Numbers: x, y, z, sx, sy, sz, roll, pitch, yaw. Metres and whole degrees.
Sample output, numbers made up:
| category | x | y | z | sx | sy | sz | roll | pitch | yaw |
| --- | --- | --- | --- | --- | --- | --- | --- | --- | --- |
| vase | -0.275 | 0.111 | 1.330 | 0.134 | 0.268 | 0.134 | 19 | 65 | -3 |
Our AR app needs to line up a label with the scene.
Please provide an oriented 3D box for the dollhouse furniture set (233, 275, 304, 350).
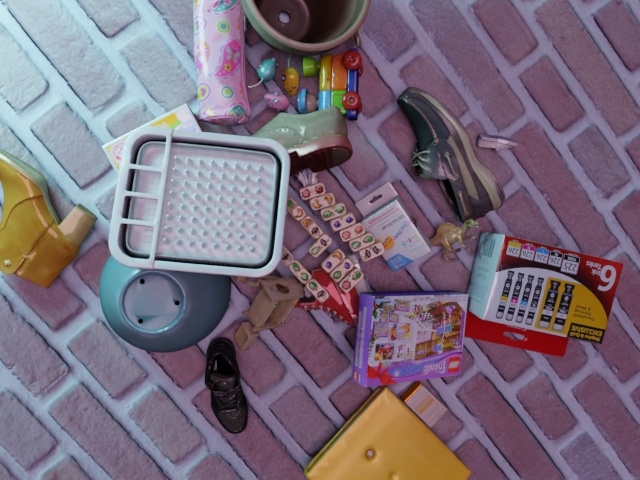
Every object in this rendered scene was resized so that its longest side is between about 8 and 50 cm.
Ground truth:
| category | x | y | z | sx | sy | sz | roll | pitch | yaw |
| --- | --- | --- | --- | --- | --- | --- | --- | --- | --- |
| dollhouse furniture set | -0.144 | 0.132 | 1.280 | 0.101 | 0.161 | 0.182 | -3 | 137 | -42 |

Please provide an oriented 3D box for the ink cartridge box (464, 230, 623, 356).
| category | x | y | z | sx | sy | sz | roll | pitch | yaw |
| --- | --- | --- | --- | --- | --- | --- | --- | --- | --- |
| ink cartridge box | 0.521 | 0.144 | 1.318 | 0.309 | 0.130 | 0.272 | 12 | 94 | -8 |

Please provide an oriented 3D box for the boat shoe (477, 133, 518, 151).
| category | x | y | z | sx | sy | sz | roll | pitch | yaw |
| --- | --- | --- | --- | --- | --- | --- | --- | --- | --- |
| boat shoe | 0.429 | -0.233 | 1.330 | 0.100 | 0.035 | 0.035 | 5 | 121 | -11 |

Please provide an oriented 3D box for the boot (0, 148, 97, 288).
| category | x | y | z | sx | sy | sz | roll | pitch | yaw |
| --- | --- | --- | --- | --- | --- | --- | --- | --- | --- |
| boot | -0.655 | -0.048 | 1.171 | 0.295 | 0.104 | 0.211 | 40 | 88 | -12 |

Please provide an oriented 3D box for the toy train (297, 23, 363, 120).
| category | x | y | z | sx | sy | sz | roll | pitch | yaw |
| --- | --- | --- | --- | --- | --- | --- | --- | --- | --- |
| toy train | 0.024 | -0.400 | 1.238 | 0.143 | 0.105 | 0.248 | 1 | 94 | 6 |

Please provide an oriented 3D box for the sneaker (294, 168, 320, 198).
| category | x | y | z | sx | sy | sz | roll | pitch | yaw |
| --- | --- | --- | --- | --- | --- | --- | --- | --- | --- |
| sneaker | -0.034 | -0.157 | 1.267 | 0.058 | 0.052 | 0.135 | -5 | 94 | -3 |

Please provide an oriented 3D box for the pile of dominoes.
| category | x | y | z | sx | sy | sz | roll | pitch | yaw |
| --- | --- | --- | --- | --- | --- | --- | --- | --- | --- |
| pile of dominoes | 0.000 | 0.000 | 1.229 | 0.196 | 0.040 | 0.251 | -43 | 90 | 0 |

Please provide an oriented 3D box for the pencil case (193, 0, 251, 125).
| category | x | y | z | sx | sy | sz | roll | pitch | yaw |
| --- | --- | --- | --- | --- | --- | --- | --- | --- | --- |
| pencil case | -0.213 | -0.394 | 1.191 | 0.124 | 0.124 | 0.284 | -2 | 93 | -7 |

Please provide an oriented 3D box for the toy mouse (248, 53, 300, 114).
| category | x | y | z | sx | sy | sz | roll | pitch | yaw |
| --- | --- | --- | --- | --- | --- | --- | --- | --- | --- |
| toy mouse | -0.097 | -0.345 | 1.213 | 0.143 | 0.031 | 0.161 | -15 | 100 | -45 |

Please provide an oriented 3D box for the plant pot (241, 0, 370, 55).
| category | x | y | z | sx | sy | sz | roll | pitch | yaw |
| --- | --- | --- | --- | --- | --- | --- | --- | --- | --- |
| plant pot | -0.050 | -0.498 | 1.140 | 0.263 | 0.229 | 0.263 | -1 | 93 | -15 |

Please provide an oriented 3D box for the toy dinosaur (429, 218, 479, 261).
| category | x | y | z | sx | sy | sz | roll | pitch | yaw |
| --- | --- | --- | --- | --- | --- | --- | --- | --- | --- |
| toy dinosaur | 0.305 | 0.001 | 1.318 | 0.183 | 0.053 | 0.093 | -25 | 110 | 27 |

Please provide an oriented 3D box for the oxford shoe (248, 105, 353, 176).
| category | x | y | z | sx | sy | sz | roll | pitch | yaw |
| --- | --- | --- | --- | --- | --- | --- | --- | --- | --- |
| oxford shoe | -0.104 | -0.207 | 1.220 | 0.348 | 0.123 | 0.130 | -10 | 70 | 9 |

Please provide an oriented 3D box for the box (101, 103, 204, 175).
| category | x | y | z | sx | sy | sz | roll | pitch | yaw |
| --- | --- | --- | --- | --- | --- | --- | --- | --- | --- |
| box | -0.350 | -0.197 | 1.197 | 0.203 | 0.103 | 0.114 | -29 | 97 | -4 |

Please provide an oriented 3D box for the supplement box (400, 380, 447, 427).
| category | x | y | z | sx | sy | sz | roll | pitch | yaw |
| --- | --- | --- | --- | --- | --- | --- | --- | --- | --- |
| supplement box | 0.255 | 0.401 | 1.350 | 0.062 | 0.036 | 0.098 | -45 | 98 | -2 |

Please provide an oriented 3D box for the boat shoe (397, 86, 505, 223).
| category | x | y | z | sx | sy | sz | roll | pitch | yaw |
| --- | --- | --- | --- | --- | --- | --- | --- | --- | --- |
| boat shoe | 0.282 | -0.188 | 1.263 | 0.130 | 0.132 | 0.355 | -39 | 97 | -1 |

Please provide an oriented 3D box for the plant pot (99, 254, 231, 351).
| category | x | y | z | sx | sy | sz | roll | pitch | yaw |
| --- | --- | --- | --- | --- | --- | --- | --- | --- | --- |
| plant pot | -0.341 | 0.115 | 1.175 | 0.290 | 0.195 | 0.290 | 0 | 94 | -7 |

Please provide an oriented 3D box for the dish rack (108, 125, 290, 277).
| category | x | y | z | sx | sy | sz | roll | pitch | yaw |
| --- | --- | --- | --- | --- | --- | --- | --- | --- | --- |
| dish rack | -0.233 | -0.072 | 1.099 | 0.332 | 0.072 | 0.286 | 5 | 79 | -2 |

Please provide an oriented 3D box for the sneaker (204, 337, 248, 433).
| category | x | y | z | sx | sy | sz | roll | pitch | yaw |
| --- | --- | --- | --- | --- | --- | --- | --- | --- | --- |
| sneaker | -0.216 | 0.346 | 1.243 | 0.087 | 0.130 | 0.228 | -7 | 97 | -5 |

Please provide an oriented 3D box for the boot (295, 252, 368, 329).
| category | x | y | z | sx | sy | sz | roll | pitch | yaw |
| --- | --- | --- | --- | --- | --- | --- | --- | --- | --- |
| boot | 0.038 | 0.171 | 1.287 | 0.176 | 0.088 | 0.244 | -21 | 92 | -2 |

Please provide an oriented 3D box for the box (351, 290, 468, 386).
| category | x | y | z | sx | sy | sz | roll | pitch | yaw |
| --- | --- | --- | --- | --- | --- | --- | --- | --- | --- |
| box | 0.212 | 0.219 | 1.264 | 0.293 | 0.057 | 0.201 | 3 | 94 | -33 |

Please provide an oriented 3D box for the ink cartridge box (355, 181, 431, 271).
| category | x | y | z | sx | sy | sz | roll | pitch | yaw |
| --- | --- | --- | --- | --- | --- | --- | --- | --- | --- |
| ink cartridge box | 0.166 | -0.031 | 1.278 | 0.104 | 0.061 | 0.181 | -33 | 98 | 19 |

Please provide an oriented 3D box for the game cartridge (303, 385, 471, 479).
| category | x | y | z | sx | sy | sz | roll | pitch | yaw |
| --- | --- | --- | --- | --- | --- | --- | --- | --- | --- |
| game cartridge | 0.169 | 0.561 | 1.320 | 0.285 | 0.052 | 0.324 | -45 | 95 | -10 |
